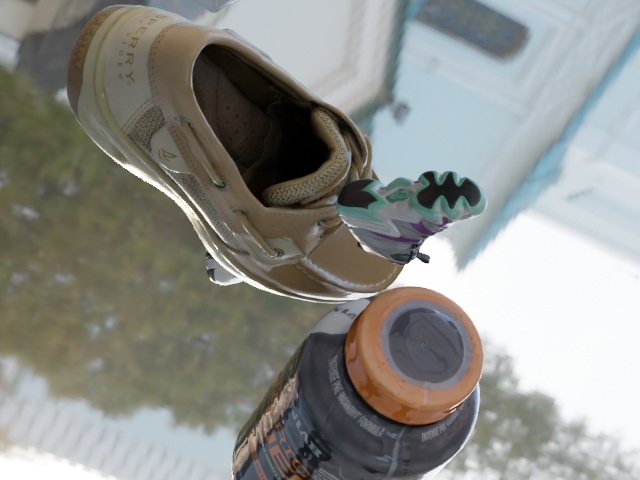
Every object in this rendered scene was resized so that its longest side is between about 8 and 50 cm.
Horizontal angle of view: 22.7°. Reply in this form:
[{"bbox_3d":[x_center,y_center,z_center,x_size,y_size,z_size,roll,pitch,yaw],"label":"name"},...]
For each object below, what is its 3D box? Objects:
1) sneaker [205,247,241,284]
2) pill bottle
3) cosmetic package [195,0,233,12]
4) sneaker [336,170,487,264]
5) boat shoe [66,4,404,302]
[{"bbox_3d":[0.000,0.000,1.664,0.281,0.162,0.106,-21,107,-70],"label":"sneaker"},{"bbox_3d":[0.029,0.122,1.110,0.245,0.130,0.130,122,-18,-56],"label":"pill bottle"},{"bbox_3d":[-0.022,-0.284,0.857,0.225,0.138,0.224,-35,149,-26],"label":"cosmetic package"},{"bbox_3d":[0.064,-0.008,1.002,0.098,0.069,0.038,2,-132,27],"label":"sneaker"},{"bbox_3d":[-0.025,-0.041,1.076,0.110,0.341,0.121,9,-107,39],"label":"boat shoe"}]
